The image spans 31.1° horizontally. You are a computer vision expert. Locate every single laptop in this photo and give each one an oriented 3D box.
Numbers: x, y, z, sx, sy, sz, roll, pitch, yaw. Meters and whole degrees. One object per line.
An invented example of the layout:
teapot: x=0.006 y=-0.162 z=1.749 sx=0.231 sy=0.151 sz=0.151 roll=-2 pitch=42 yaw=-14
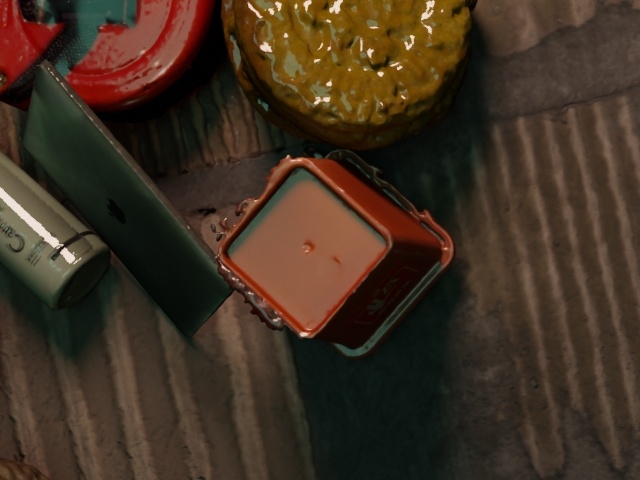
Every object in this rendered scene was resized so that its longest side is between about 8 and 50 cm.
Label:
laptop: x=-0.189 y=-0.031 z=1.093 sx=0.015 sy=0.187 sz=0.269 roll=-40 pitch=87 yaw=-28

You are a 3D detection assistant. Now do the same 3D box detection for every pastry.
pastry: x=0.033 y=-0.201 z=1.055 sx=0.235 sy=0.132 sz=0.240 roll=-34 pitch=94 yaw=-6

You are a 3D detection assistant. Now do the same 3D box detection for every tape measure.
tape measure: x=-0.214 y=-0.244 z=1.136 sx=0.260 sy=0.114 sz=0.253 roll=2 pitch=90 yaw=12

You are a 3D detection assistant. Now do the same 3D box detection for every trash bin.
trash bin: x=0.000 y=0.000 z=1.023 sx=0.184 sy=0.238 sz=0.161 roll=42 pitch=97 yaw=12

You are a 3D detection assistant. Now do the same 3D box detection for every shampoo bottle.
shampoo bottle: x=-0.333 y=-0.043 z=1.170 sx=0.262 sy=0.085 sz=0.085 roll=41 pitch=96 yaw=10

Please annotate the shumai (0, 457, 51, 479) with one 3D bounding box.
shumai: x=-0.364 y=0.298 z=1.156 sx=0.185 sy=0.218 sz=0.184 roll=-2 pitch=83 yaw=50
